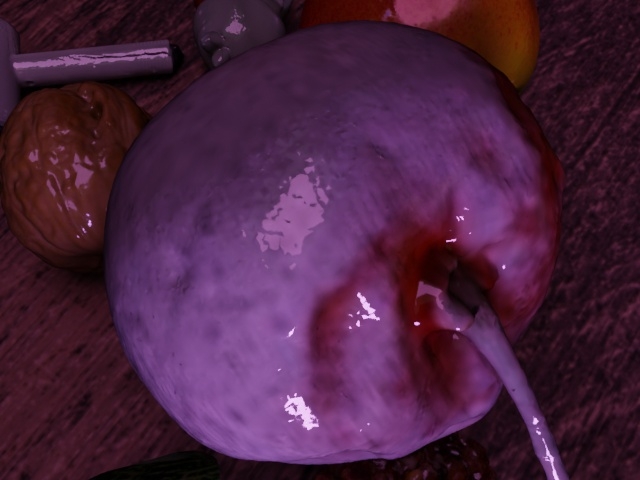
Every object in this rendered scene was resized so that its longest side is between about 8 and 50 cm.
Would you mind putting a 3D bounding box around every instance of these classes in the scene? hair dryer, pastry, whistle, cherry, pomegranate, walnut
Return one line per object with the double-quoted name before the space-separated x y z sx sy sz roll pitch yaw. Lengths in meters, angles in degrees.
"hair dryer" -0.256 -0.166 0.840 0.237 0.073 0.131 -7 64 -12
"pastry" 0.036 0.207 0.595 0.097 0.115 0.209 34 54 30
"whistle" -0.082 -0.252 0.849 0.106 0.101 0.253 -1 65 5
"cherry" -0.008 0.008 0.579 0.335 0.291 0.326 -8 34 32
"pomegranate" 0.099 -0.173 0.746 0.221 0.221 0.256 -28 72 -12
"walnut" -0.206 -0.060 0.728 0.156 0.155 0.184 -14 64 -6

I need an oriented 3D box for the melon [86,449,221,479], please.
"melon" -0.145 0.310 0.521 0.331 0.226 0.343 -30 56 36
